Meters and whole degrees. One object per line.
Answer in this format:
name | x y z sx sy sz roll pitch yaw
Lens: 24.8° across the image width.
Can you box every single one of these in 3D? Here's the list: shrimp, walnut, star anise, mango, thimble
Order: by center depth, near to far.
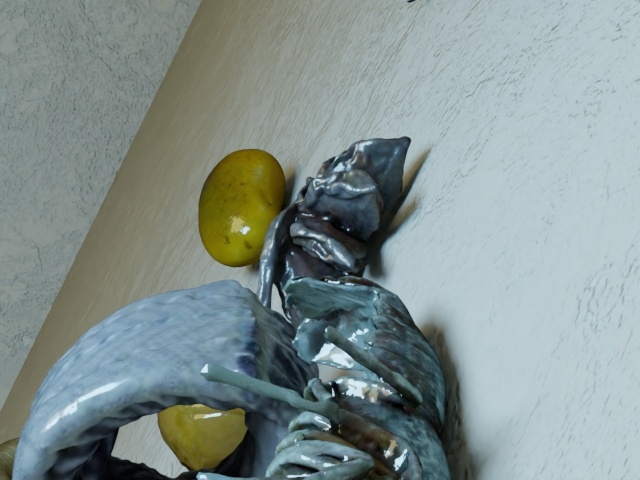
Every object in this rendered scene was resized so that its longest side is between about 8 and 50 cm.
shrimp | 0.010 0.139 0.881 0.410 0.166 0.221 -60 -27 -58
thimble | -0.113 0.156 1.125 0.245 0.217 0.157 -43 20 17
star anise | 0.000 0.000 1.272 0.209 0.089 0.231 -59 1 44
walnut | -0.107 0.146 1.383 0.211 0.087 0.167 -23 46 69
mango | -0.089 -0.032 1.654 0.115 0.090 0.178 -45 29 30

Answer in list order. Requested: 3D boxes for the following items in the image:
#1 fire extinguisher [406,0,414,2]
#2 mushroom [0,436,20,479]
fire extinguisher | 0.117 -0.283 1.509 0.038 0.025 0.083 8 70 51
mushroom | -0.375 0.335 1.844 0.156 0.151 0.286 -59 14 20
